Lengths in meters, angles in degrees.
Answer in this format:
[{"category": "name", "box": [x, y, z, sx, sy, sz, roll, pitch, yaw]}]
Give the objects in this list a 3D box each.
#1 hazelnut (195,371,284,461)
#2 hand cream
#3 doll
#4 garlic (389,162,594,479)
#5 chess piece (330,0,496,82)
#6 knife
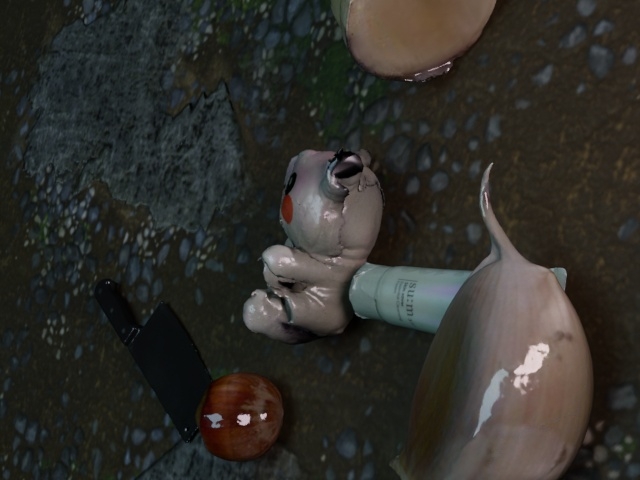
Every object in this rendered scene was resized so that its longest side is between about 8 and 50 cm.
[{"category": "hazelnut", "box": [-0.074, 0.161, 1.318, 0.086, 0.086, 0.086, -18, 64, 44]}, {"category": "hand cream", "box": [0.111, 0.052, 1.165, 0.205, 0.050, 0.078, 6, 89, 44]}, {"category": "doll", "box": [0.000, 0.000, 1.260, 0.095, 0.149, 0.192, 19, 103, 8]}, {"category": "garlic", "box": [0.139, 0.087, 1.071, 0.148, 0.128, 0.267, 21, 95, 21]}, {"category": "chess piece", "box": [0.045, -0.271, 1.288, 0.143, 0.142, 0.261, -51, 41, 24]}, {"category": "knife", "box": [-0.170, 0.104, 1.489, 0.072, 0.019, 0.245, -55, 47, 15]}]
